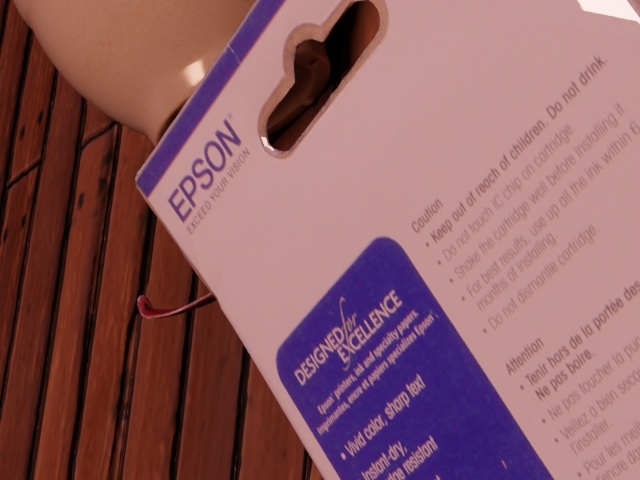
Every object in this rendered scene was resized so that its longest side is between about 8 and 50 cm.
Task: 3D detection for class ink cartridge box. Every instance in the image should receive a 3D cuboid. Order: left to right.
[{"bbox_3d":[0.090,0.064,0.367,0.333,0.065,0.165,57,135,17],"label":"ink cartridge box"}]

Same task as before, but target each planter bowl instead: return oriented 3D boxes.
[{"bbox_3d":[-0.060,-0.109,0.807,0.162,0.162,0.109,-43,66,40],"label":"planter bowl"}]

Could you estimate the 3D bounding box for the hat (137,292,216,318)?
[{"bbox_3d":[0.000,0.000,0.542,0.173,0.183,0.209,-84,-9,-49],"label":"hat"}]
